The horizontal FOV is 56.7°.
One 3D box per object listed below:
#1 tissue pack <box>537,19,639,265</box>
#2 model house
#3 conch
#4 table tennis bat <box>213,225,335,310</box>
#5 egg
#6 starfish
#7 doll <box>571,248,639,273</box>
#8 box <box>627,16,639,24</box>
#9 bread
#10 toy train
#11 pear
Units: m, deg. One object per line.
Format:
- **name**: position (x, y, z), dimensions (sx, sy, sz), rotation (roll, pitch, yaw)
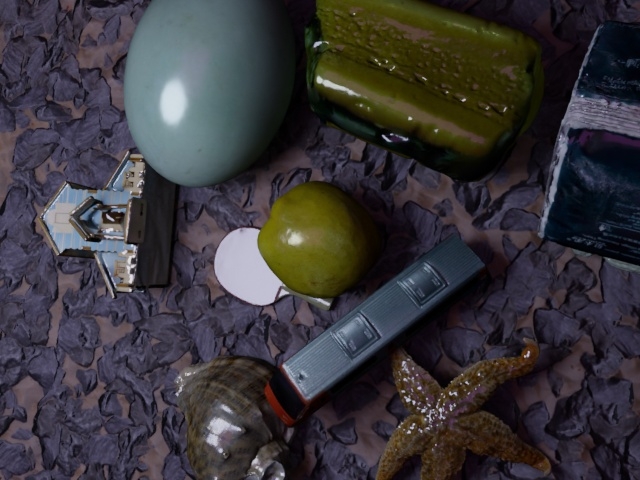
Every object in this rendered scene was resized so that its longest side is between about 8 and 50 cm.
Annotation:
- **tissue pack**: position (0.532, -0.093, 0.773), dimensions (0.416, 0.264, 0.253), rotation (18, 62, 24)
- **model house**: position (-0.397, -0.033, 1.090), dimensions (0.206, 0.178, 0.271), rotation (4, 90, 15)
- **conch**: position (-0.150, 0.315, 1.008), dimensions (0.291, 0.159, 0.210), rotation (40, 96, 15)
- **table tennis bat**: position (-0.086, 0.064, 1.087), dimensions (0.246, 0.022, 0.138), rotation (26, 92, 16)
- **egg**: position (-0.182, -0.280, 1.002), dimensions (0.276, 0.276, 0.389), rotation (12, 87, 14)
- **starfish**: position (0.204, 0.286, 0.963), dimensions (0.375, 0.094, 0.327), rotation (-37, 80, 13)
- **doll**: position (0.507, 0.002, 0.927), dimensions (0.214, 0.071, 0.104), rotation (5, 66, 22)
- **box**: position (0.537, -0.298, 0.908), dimensions (0.135, 0.151, 0.151), rotation (-42, 78, -2)
- **bread**: position (0.157, -0.247, 0.956), dimensions (0.376, 0.208, 0.251), rotation (23, 84, 14)
- **toy train**: position (0.083, 0.143, 0.955), dimensions (0.409, 0.089, 0.086), rotation (-36, 62, -6)
- **pear**: position (0.000, 0.000, 0.984), dimensions (0.200, 0.200, 0.200), rotation (-1, 85, 13)
